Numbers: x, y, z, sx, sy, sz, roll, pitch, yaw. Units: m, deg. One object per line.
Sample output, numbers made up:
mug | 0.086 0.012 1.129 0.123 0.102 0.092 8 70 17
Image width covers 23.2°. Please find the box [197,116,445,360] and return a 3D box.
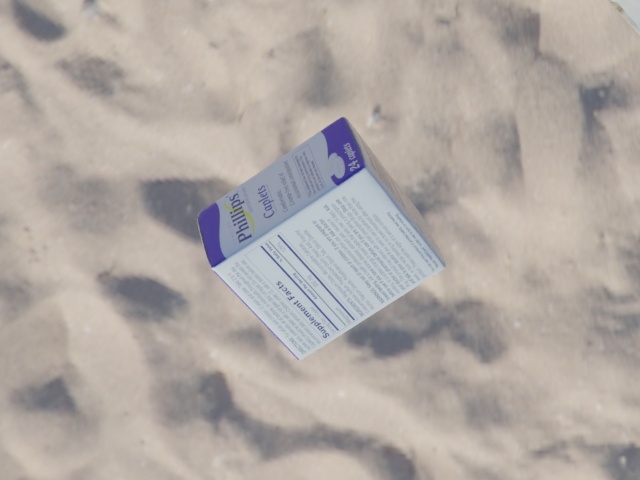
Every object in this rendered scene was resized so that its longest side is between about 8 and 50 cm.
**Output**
box | 0.000 0.000 1.156 0.137 0.072 0.126 -33 130 9

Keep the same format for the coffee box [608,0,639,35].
coffee box | 0.232 -0.287 1.100 0.098 0.141 0.246 -14 71 24
